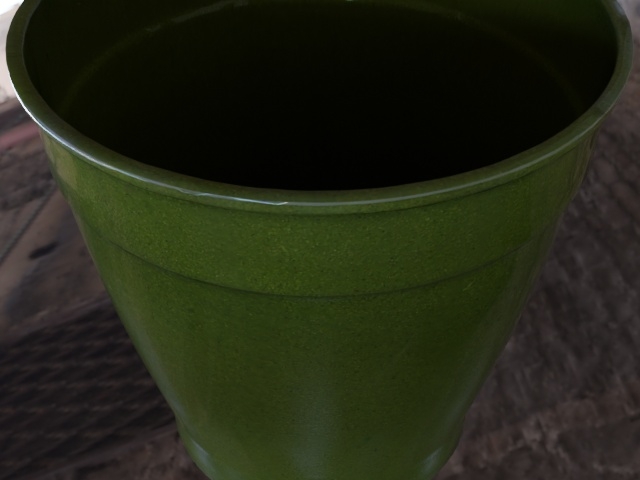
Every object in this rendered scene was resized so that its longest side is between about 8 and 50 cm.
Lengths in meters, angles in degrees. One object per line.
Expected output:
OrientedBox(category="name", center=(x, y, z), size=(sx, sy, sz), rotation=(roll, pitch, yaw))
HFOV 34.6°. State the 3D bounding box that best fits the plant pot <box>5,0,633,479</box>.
OrientedBox(category="plant pot", center=(0.000, 0.000, 0.724), size=(0.366, 0.366, 0.353), rotation=(-102, 9, -50))
